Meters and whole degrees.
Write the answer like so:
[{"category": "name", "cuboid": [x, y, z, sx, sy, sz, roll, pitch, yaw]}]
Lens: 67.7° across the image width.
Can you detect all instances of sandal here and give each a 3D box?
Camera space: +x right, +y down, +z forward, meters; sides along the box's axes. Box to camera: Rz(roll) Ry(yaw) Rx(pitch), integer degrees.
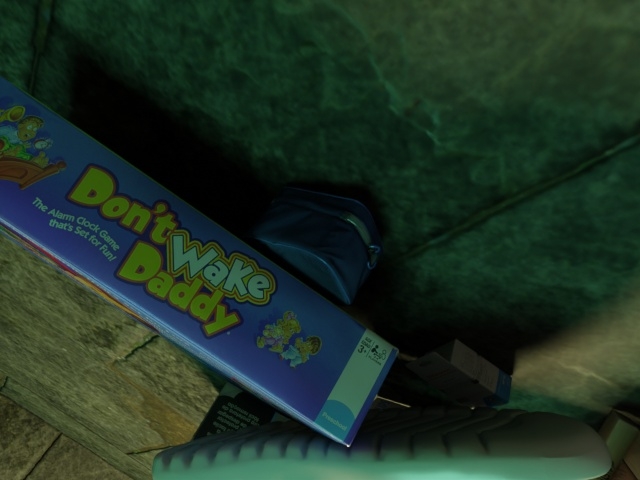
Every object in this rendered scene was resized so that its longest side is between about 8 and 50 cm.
[{"category": "sandal", "cuboid": [0.027, 0.212, 0.420, 0.417, 0.102, 0.169, -17, 166, 32]}]

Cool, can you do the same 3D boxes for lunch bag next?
[{"category": "lunch bag", "cuboid": [0.000, 0.000, 0.361, 0.099, 0.065, 0.067, 15, 148, 32]}]

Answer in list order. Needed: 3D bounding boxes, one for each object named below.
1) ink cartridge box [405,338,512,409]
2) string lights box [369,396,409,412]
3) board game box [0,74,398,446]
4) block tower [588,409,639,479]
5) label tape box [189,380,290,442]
[{"category": "ink cartridge box", "cuboid": [0.126, 0.121, 0.440, 0.083, 0.028, 0.048, 35, 140, -7]}, {"category": "string lights box", "cuboid": [0.160, 0.271, 0.489, 0.260, 0.077, 0.133, 10, 93, 22]}, {"category": "board game box", "cuboid": [-0.133, 0.038, 0.421, 0.347, 0.078, 0.233, 35, 159, -6]}, {"category": "block tower", "cuboid": [0.357, 0.257, 0.322, 0.336, 0.090, 0.097, 28, -174, 19]}, {"category": "label tape box", "cuboid": [-0.109, 0.406, 0.632, 0.249, 0.347, 0.115, 28, 140, 3]}]
